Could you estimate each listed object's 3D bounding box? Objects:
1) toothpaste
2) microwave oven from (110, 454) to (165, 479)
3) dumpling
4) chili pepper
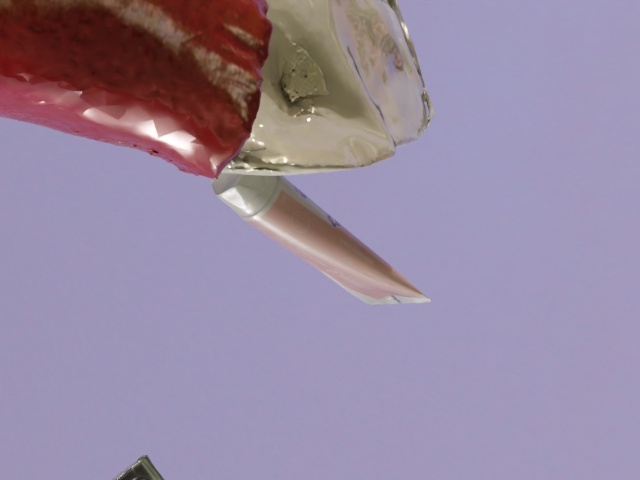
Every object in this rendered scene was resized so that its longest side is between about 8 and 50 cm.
[{"bbox_3d":[0.000,0.000,1.088,0.194,0.067,0.043,38,-120,-33],"label":"toothpaste"},{"bbox_3d":[-0.133,0.223,0.684,0.162,0.122,0.208,52,-138,1],"label":"microwave oven"},{"bbox_3d":[-0.029,-0.169,1.071,0.260,0.341,0.181,6,-70,-31],"label":"dumpling"},{"bbox_3d":[-0.197,-0.132,0.778,0.338,0.134,0.131,12,-79,-27],"label":"chili pepper"}]
